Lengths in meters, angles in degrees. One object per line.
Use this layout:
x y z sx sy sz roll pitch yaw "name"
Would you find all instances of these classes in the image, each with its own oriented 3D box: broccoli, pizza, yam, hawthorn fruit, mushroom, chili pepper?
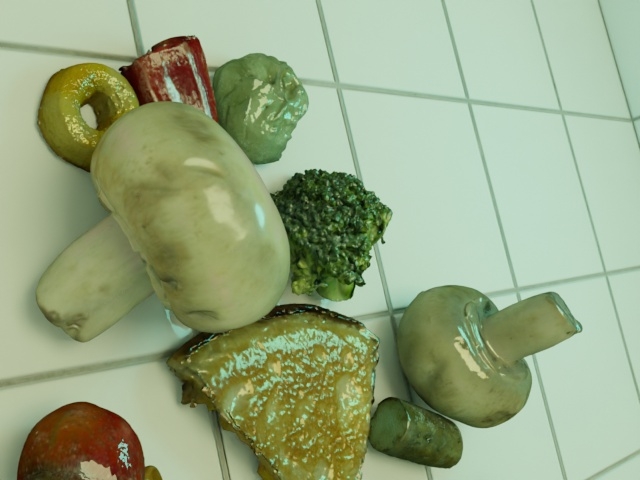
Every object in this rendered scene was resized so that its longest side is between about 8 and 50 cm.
0.000 0.000 1.553 0.288 0.248 0.245 -46 146 -55 "broccoli"
-0.029 0.250 1.482 0.435 0.080 0.392 55 45 -18 "pizza"
0.189 0.375 1.637 0.194 0.107 0.107 27 58 -38 "yam"
-0.312 0.298 1.112 0.173 0.173 0.173 19 63 -41 "hawthorn fruit"
0.334 0.197 1.680 0.314 0.336 0.314 43 29 -30 "mushroom"
-0.209 -0.017 1.245 0.353 0.353 0.325 53 23 -18 "mushroom"
-0.233 -0.208 1.425 0.144 0.136 0.252 -79 150 -77 "chili pepper"

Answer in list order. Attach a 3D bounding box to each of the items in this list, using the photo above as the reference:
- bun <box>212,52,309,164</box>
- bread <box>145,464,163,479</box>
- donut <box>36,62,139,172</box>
-0.099 -0.248 1.560 0.204 0.126 0.212 6 72 -43 "bun"
-0.233 0.440 1.198 0.092 0.074 0.239 2 70 -80 "bread"
-0.351 -0.199 1.324 0.162 0.065 0.178 20 63 -40 "donut"
